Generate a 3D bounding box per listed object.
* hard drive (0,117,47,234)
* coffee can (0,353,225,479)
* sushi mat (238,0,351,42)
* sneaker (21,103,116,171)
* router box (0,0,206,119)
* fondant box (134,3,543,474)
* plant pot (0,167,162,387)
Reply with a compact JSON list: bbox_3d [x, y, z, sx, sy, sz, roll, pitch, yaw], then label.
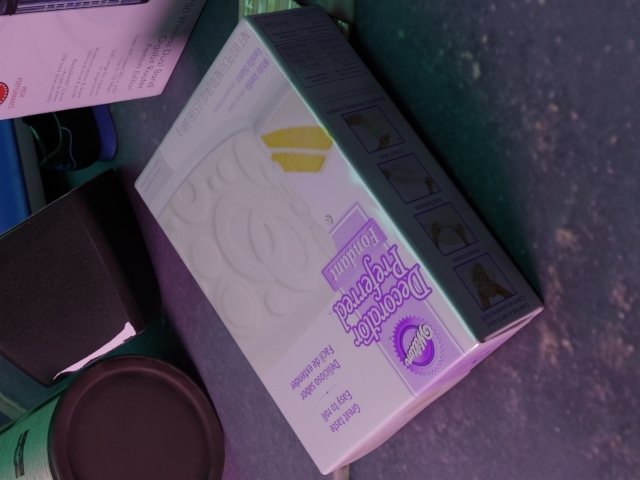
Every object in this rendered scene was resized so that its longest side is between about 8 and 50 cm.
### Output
[{"bbox_3d":[-0.426,-0.078,1.426,0.210,0.040,0.318,-26,72,42],"label":"hard drive"},{"bbox_3d":[-0.264,0.264,1.291,0.275,0.201,0.201,-32,78,49],"label":"coffee can"},{"bbox_3d":[-0.043,-0.077,1.070,0.151,0.019,0.316,29,123,38],"label":"sushi mat"},{"bbox_3d":[-0.310,-0.191,1.276,0.081,0.090,0.232,-27,83,49],"label":"sneaker"},{"bbox_3d":[-0.228,-0.254,1.003,0.082,0.301,0.335,56,137,20],"label":"router box"},{"bbox_3d":[0.000,0.000,0.968,0.330,0.096,0.238,54,134,14],"label":"fondant box"},{"bbox_3d":[-0.278,0.048,1.221,0.188,0.187,0.167,-30,98,6],"label":"plant pot"}]
